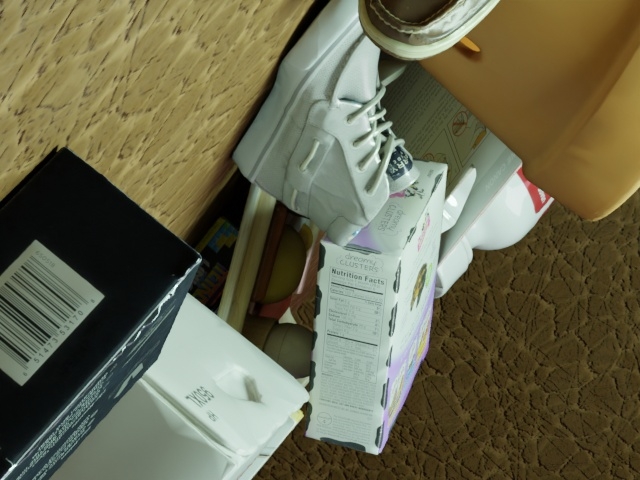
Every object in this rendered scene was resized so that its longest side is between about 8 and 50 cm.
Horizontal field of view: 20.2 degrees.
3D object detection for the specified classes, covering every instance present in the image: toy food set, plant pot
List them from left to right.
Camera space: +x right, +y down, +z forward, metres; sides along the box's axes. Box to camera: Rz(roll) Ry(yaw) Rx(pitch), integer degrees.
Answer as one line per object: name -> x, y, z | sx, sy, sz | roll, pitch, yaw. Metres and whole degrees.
toy food set -> 0.000, 0.000, 1.571 | 0.220, 0.092, 0.306 | -43, 151, -66
plant pot -> 0.184, -0.189, 1.305 | 0.291, 0.203, 0.291 | -59, -177, 6

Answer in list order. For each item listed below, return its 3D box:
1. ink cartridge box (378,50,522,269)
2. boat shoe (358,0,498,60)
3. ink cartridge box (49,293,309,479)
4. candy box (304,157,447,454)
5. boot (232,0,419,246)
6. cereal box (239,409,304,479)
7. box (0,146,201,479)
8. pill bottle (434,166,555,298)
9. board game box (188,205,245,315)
ink cartridge box -> 0.116, -0.090, 1.652 | 0.296, 0.066, 0.261 | -53, -141, 34
boat shoe -> 0.104, -0.233, 1.135 | 0.257, 0.095, 0.095 | -59, 173, -20
ink cartridge box -> -0.208, 0.216, 1.214 | 0.395, 0.166, 0.285 | -50, 177, 7
candy box -> 0.048, 0.049, 1.507 | 0.165, 0.070, 0.196 | -58, 156, -56
boot -> 0.029, -0.092, 1.303 | 0.095, 0.123, 0.258 | -48, 176, -31
cereal box -> -0.153, 0.181, 1.498 | 0.240, 0.173, 0.047 | -51, 175, 10
box -> -0.152, 0.061, 0.897 | 0.156, 0.093, 0.158 | -49, 175, -26
pill bottle -> 0.193, -0.141, 1.992 | 0.408, 0.229, 0.229 | -49, 176, -17
board game box -> -0.099, 0.036, 1.664 | 0.141, 0.048, 0.170 | -50, 177, 12
